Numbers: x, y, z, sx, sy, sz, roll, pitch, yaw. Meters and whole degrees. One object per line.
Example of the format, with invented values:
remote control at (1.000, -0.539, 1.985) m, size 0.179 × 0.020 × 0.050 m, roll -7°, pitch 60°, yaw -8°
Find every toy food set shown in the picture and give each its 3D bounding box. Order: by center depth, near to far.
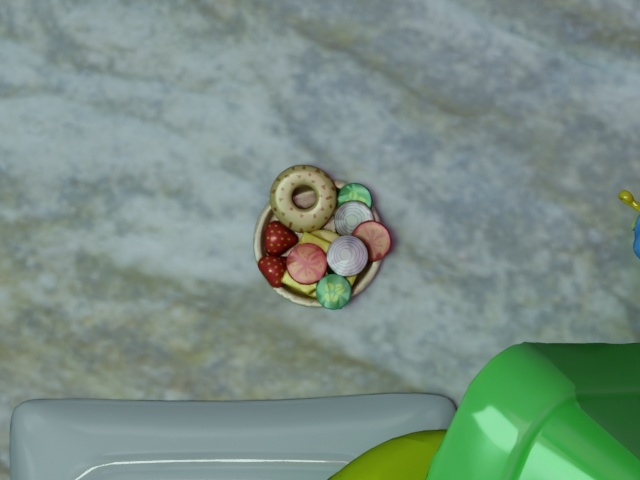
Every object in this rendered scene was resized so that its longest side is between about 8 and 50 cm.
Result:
toy food set at (0.000, 0.000, 1.159) m, size 0.083 × 0.020 × 0.083 m, roll 24°, pitch 87°, yaw 6°

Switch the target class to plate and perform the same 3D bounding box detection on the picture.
plate at (-0.053, 0.231, 1.131) m, size 0.277 × 0.045 × 0.278 m, roll -1°, pitch 85°, yaw 4°

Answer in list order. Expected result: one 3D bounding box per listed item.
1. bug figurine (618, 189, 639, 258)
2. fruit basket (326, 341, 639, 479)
bug figurine at (0.320, -0.024, 1.113) m, size 0.216 × 0.072 × 0.279 m, roll 44°, pitch 85°, yaw 0°
fruit basket at (0.117, 0.168, 0.960) m, size 0.392 × 0.392 × 0.283 m, roll 22°, pitch 103°, yaw 6°
